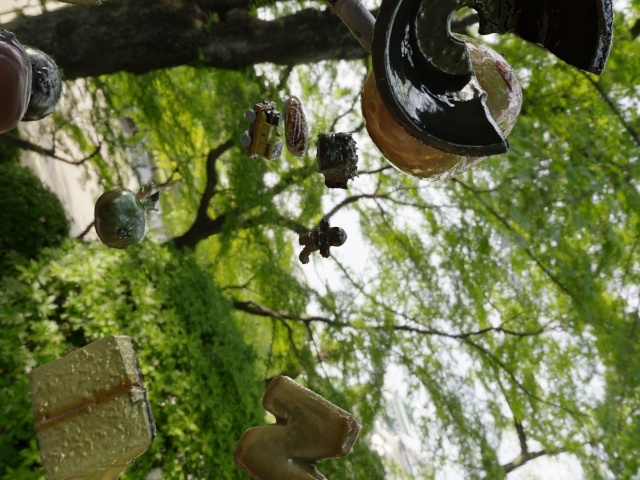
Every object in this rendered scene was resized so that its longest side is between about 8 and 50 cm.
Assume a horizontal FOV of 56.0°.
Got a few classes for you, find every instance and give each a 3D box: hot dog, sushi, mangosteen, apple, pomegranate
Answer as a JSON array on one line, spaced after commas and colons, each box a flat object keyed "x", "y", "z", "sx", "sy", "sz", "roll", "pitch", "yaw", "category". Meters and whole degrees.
[{"x": -0.074, "y": -0.351, "z": 1.835, "sx": 0.099, "sy": 0.053, "sz": 0.191, "roll": 17, "pitch": 69, "yaw": -61, "category": "hot dog"}, {"x": 0.054, "y": -0.230, "z": 1.732, "sx": 0.212, "sy": 0.115, "sz": 0.147, "roll": 57, "pitch": 34, "yaw": -75, "category": "sushi"}, {"x": -0.897, "y": -0.459, "z": 1.776, "sx": 0.228, "sy": 0.266, "sz": 0.228, "roll": -3, "pitch": 90, "yaw": -66, "category": "mangosteen"}, {"x": 0.296, "y": -0.344, "z": 1.541, "sx": 0.346, "sy": 0.391, "sz": 0.391, "roll": 46, "pitch": -15, "yaw": 16, "category": "apple"}, {"x": -0.487, "y": -0.069, "z": 1.543, "sx": 0.131, "sy": 0.191, "sz": 0.152, "roll": 29, "pitch": -51, "yaw": 18, "category": "pomegranate"}]

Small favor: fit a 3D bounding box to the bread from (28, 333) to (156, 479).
[{"x": -0.451, "y": 0.366, "z": 1.297, "sx": 0.263, "sy": 0.236, "sz": 0.198, "roll": 65, "pitch": 8, "yaw": 28, "category": "bread"}]

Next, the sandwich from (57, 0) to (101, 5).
[{"x": -0.578, "y": -0.682, "z": 1.571, "sx": 0.088, "sy": 0.245, "sz": 0.090, "roll": 48, "pitch": -18, "yaw": 36, "category": "sandwich"}]

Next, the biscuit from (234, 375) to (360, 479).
[{"x": -0.061, "y": 0.447, "z": 1.335, "sx": 0.291, "sy": 0.236, "sz": 0.062, "roll": 19, "pitch": -13, "yaw": 46, "category": "biscuit"}]

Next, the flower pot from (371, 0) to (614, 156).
[{"x": 0.266, "y": -0.368, "z": 1.048, "sx": 0.251, "sy": 0.380, "sz": 0.379, "roll": -85, "pitch": 165, "yaw": -59, "category": "flower pot"}]

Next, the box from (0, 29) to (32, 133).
[{"x": -0.828, "y": -0.342, "z": 1.261, "sx": 0.108, "sy": 0.404, "sz": 0.263, "roll": 59, "pitch": -42, "yaw": 37, "category": "box"}]

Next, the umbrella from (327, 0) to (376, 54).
[{"x": 0.102, "y": -0.584, "z": 1.598, "sx": 0.067, "sy": 0.073, "sz": 0.337, "roll": 28, "pitch": -4, "yaw": 41, "category": "umbrella"}]

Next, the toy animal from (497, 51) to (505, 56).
[{"x": 0.501, "y": -0.456, "z": 1.780, "sx": 0.188, "sy": 0.089, "sz": 0.179, "roll": 24, "pitch": 72, "yaw": -57, "category": "toy animal"}]

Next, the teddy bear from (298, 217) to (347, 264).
[{"x": -0.007, "y": -0.002, "z": 1.658, "sx": 0.078, "sy": 0.161, "sz": 0.119, "roll": 30, "pitch": 49, "yaw": -50, "category": "teddy bear"}]

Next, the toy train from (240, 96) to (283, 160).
[{"x": -0.174, "y": -0.344, "z": 1.908, "sx": 0.127, "sy": 0.089, "sz": 0.219, "roll": 29, "pitch": -58, "yaw": 23, "category": "toy train"}]
